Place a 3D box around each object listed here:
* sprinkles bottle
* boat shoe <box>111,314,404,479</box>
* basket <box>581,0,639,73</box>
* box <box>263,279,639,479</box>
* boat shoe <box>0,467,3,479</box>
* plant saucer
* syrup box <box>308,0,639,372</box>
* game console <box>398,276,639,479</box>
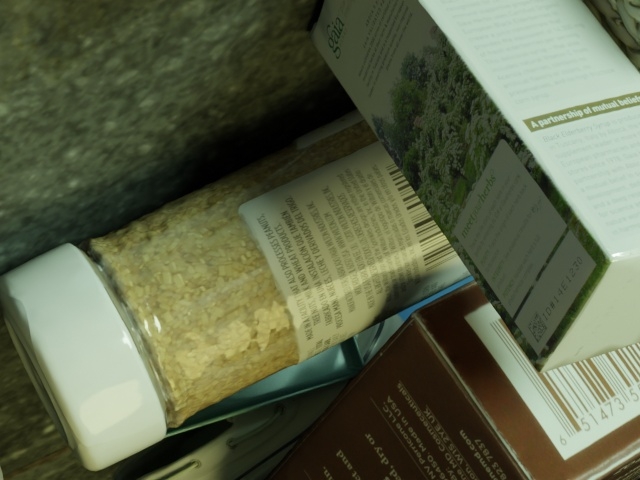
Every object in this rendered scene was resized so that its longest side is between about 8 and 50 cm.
[{"bbox_3d":[0.000,0.000,1.015,0.355,0.121,0.121,-26,152,-14],"label":"sprinkles bottle"},{"bbox_3d":[-0.043,0.114,1.202,0.226,0.083,0.076,-45,115,1],"label":"boat shoe"},{"bbox_3d":[0.181,-0.153,0.920,0.113,0.167,0.103,-13,153,-33],"label":"basket"},{"bbox_3d":[0.077,0.156,1.137,0.191,0.143,0.381,-24,163,-36],"label":"box"},{"bbox_3d":[-0.263,0.158,1.084,0.142,0.049,0.040,-15,-179,-34],"label":"boat shoe"},{"bbox_3d":[-0.066,0.080,1.134,0.192,0.067,0.018,-16,174,-25],"label":"plant saucer"},{"bbox_3d":[0.097,-0.061,0.894,0.096,0.237,0.093,-15,148,-30],"label":"syrup box"},{"bbox_3d":[0.195,0.080,1.315,0.293,0.250,0.173,-36,179,6],"label":"game console"}]
